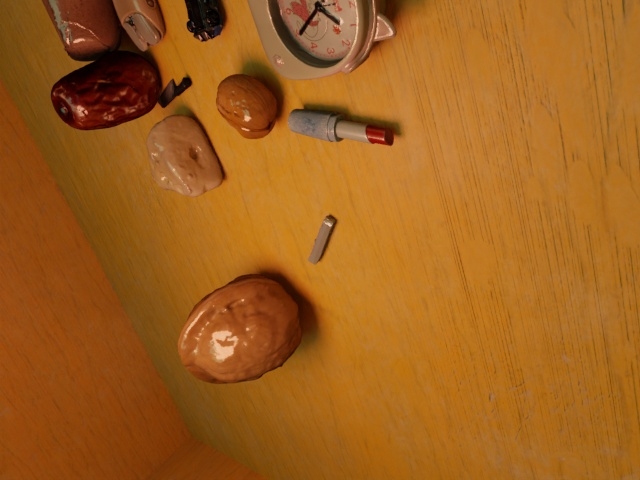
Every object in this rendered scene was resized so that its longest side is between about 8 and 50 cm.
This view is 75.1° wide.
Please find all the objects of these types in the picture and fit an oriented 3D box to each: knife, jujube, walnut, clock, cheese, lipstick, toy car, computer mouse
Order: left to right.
[{"bbox_3d":[-0.650,-0.459,1.285,0.223,0.318,0.223,22,135,23],"label":"jujube"},{"bbox_3d":[-0.541,-0.687,1.213,0.145,0.082,0.237,3,116,41],"label":"computer mouse"},{"bbox_3d":[-0.478,-0.480,1.337,0.230,0.028,0.060,-9,97,48],"label":"knife"},{"bbox_3d":[-0.467,-0.274,1.350,0.251,0.173,0.248,8,122,45],"label":"cheese"},{"bbox_3d":[-0.304,-0.622,1.052,0.103,0.063,0.216,5,113,40],"label":"toy car"},{"bbox_3d":[-0.250,0.286,1.359,0.383,0.383,0.384,23,129,31],"label":"walnut"},{"bbox_3d":[-0.190,-0.348,1.068,0.180,0.144,0.144,39,136,24],"label":"walnut"},{"bbox_3d":[0.005,-0.457,0.810,0.324,0.108,0.265,16,138,36],"label":"clock"},{"bbox_3d":[0.045,-0.260,0.964,0.274,0.061,0.068,20,126,33],"label":"lipstick"}]

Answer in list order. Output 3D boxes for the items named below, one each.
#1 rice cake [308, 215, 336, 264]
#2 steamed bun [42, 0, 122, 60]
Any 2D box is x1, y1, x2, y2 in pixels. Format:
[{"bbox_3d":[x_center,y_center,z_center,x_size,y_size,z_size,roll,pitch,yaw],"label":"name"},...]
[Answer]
[{"bbox_3d":[0.000,0.000,1.196,0.042,0.030,0.180,35,135,14],"label":"rice cake"},{"bbox_3d":[-0.707,-0.692,1.271,0.301,0.199,0.252,-135,29,-61],"label":"steamed bun"}]
